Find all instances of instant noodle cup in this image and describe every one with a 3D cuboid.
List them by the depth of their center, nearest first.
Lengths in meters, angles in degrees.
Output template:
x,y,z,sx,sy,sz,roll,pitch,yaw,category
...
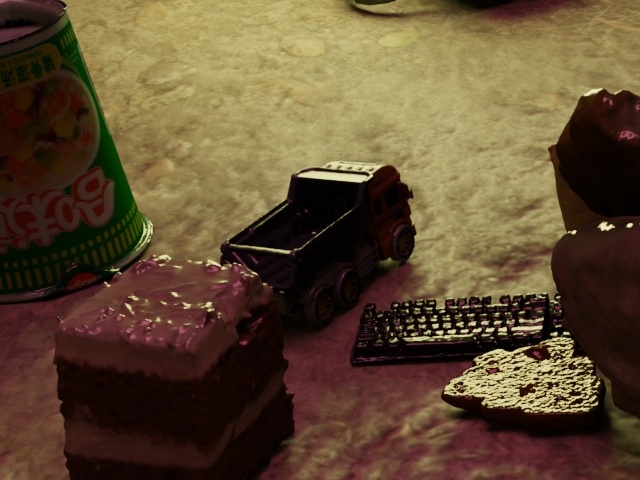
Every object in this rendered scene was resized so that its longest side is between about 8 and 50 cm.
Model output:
x,y,z,sx,sy,sz,roll,pitch,yaw,category
-0.270,-0.090,1.716,0.207,0.232,0.207,-8,24,4,instant noodle cup

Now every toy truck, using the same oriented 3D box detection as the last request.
x,y,z,sx,sy,sz,roll,pitch,yaw,category
0.000,0.000,1.577,0.083,0.092,0.192,6,28,35,toy truck

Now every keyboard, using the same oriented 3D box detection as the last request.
x,y,z,sx,sy,sz,roll,pitch,yaw,category
0.137,0.065,1.460,0.231,0.023,0.072,-4,27,15,keyboard

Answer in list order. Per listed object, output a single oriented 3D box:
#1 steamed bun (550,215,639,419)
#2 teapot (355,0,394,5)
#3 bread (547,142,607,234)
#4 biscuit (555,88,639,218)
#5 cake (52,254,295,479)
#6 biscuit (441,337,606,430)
x,y,z,sx,sy,sz,roll,pitch,yaw,category
0.261,0.063,1.272,0.211,0.144,0.218,9,0,-18,steamed bun
0.136,-0.388,2.307,0.270,0.200,0.337,-44,34,-10,teapot
0.237,-0.056,1.593,0.084,0.109,0.080,-4,27,25,bread
0.333,-0.031,1.360,0.335,0.078,0.329,5,-11,23,biscuit
-0.105,0.097,1.331,0.135,0.147,0.135,2,28,29,cake
0.154,0.108,1.359,0.119,0.019,0.130,-21,25,-23,biscuit
